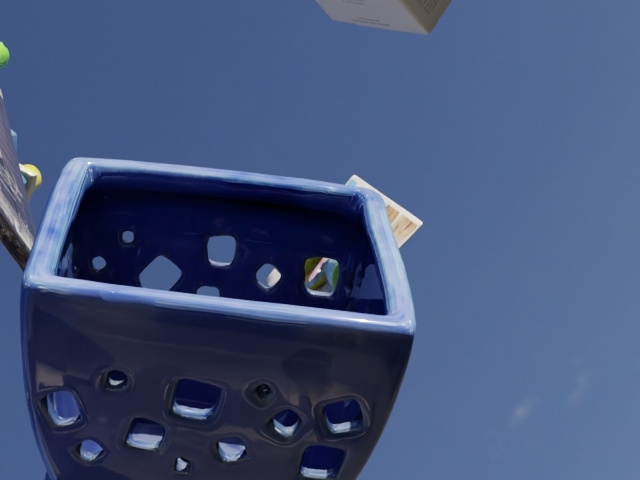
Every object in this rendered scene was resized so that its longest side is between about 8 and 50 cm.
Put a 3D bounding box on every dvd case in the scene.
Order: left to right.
[{"bbox_3d":[-0.268,-0.095,1.040,0.018,0.221,0.164,-22,-36,0],"label":"dvd case"}]

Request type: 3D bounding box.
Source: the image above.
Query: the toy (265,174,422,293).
[{"bbox_3d":[0.000,0.000,1.206,0.056,0.237,0.137,41,-89,-20],"label":"toy"}]

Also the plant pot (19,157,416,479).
[{"bbox_3d":[-0.074,0.087,0.909,0.235,0.236,0.212,5,-68,-5],"label":"plant pot"}]

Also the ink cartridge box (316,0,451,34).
[{"bbox_3d":[0.043,-0.362,1.431,0.232,0.168,0.171,44,-106,-39],"label":"ink cartridge box"}]

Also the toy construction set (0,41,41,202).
[{"bbox_3d":[-0.445,-0.135,1.342,0.151,0.327,0.215,-68,-25,-75],"label":"toy construction set"}]
